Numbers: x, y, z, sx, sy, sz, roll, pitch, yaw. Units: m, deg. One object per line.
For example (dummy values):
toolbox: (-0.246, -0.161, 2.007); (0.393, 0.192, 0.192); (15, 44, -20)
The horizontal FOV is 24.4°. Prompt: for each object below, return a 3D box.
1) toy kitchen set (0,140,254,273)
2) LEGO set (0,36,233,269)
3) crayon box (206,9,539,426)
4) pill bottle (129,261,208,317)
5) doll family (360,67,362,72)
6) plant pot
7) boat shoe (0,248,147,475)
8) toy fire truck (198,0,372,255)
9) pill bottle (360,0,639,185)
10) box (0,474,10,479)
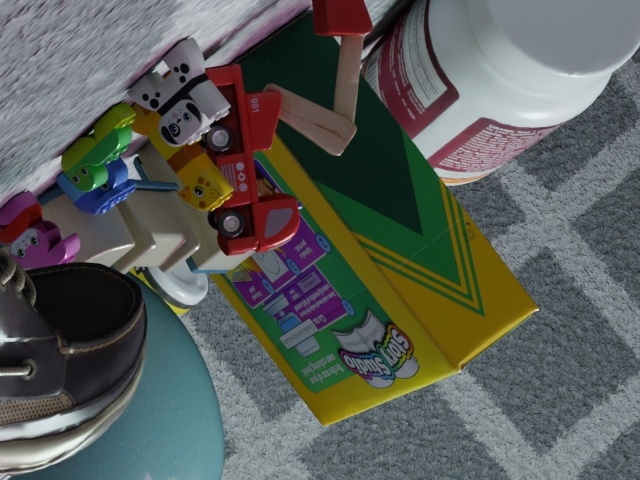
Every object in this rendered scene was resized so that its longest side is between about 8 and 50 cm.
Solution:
toy kitchen set: (-0.191, -0.001, 1.222); (0.166, 0.122, 0.207); (-38, 160, 26)
LEGO set: (-0.124, -0.043, 1.041); (0.227, 0.093, 0.087); (-38, 180, 30)
crayon box: (0.000, 0.000, 1.363); (0.106, 0.313, 0.363); (-38, 180, -22)
pill bottle: (-0.276, 0.094, 2.167); (0.208, 0.119, 0.119); (-38, 180, 23)
doll family: (0.033, -0.178, 1.974); (0.193, 0.076, 0.111); (-42, 177, -37)
plant pot: (-0.228, 0.123, 1.300); (0.290, 0.290, 0.195); (-38, 145, -38)
boat shoe: (-0.205, 0.058, 0.827); (0.355, 0.132, 0.130); (-27, 134, -61)
toy fire truck: (-0.024, -0.091, 1.095); (0.135, 0.192, 0.047); (-10, -171, -13)
pill bottle: (0.201, -0.214, 1.687); (0.224, 0.224, 0.392); (-38, 180, -20)
box: (-0.312, 0.142, 1.028); (0.290, 0.087, 0.169); (-39, 149, -16)
